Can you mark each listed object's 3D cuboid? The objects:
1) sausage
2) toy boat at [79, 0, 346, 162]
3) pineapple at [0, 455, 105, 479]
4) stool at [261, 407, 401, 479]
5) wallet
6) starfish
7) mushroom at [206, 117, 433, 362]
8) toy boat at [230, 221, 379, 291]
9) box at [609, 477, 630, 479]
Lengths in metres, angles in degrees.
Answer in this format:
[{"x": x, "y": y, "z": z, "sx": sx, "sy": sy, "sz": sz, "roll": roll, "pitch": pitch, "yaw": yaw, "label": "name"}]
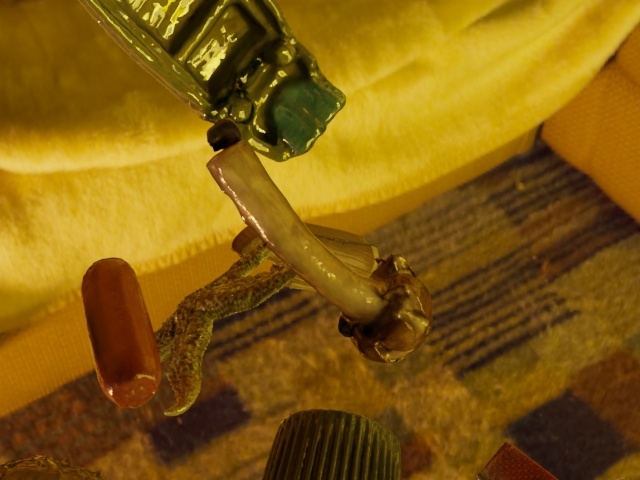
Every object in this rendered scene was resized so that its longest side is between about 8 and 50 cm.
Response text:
[{"x": -0.234, "y": 0.101, "z": 1.069, "sx": 0.076, "sy": 0.076, "sz": 0.197, "roll": -16, "pitch": 53, "yaw": -12, "label": "sausage"}, {"x": -0.102, "y": -0.174, "z": 0.697, "sx": 0.111, "sy": 0.276, "sz": 0.084, "roll": -50, "pitch": 29, "yaw": -3, "label": "toy boat"}, {"x": -0.210, "y": 0.213, "z": 0.604, "sx": 0.128, "sy": 0.248, "sz": 0.128, "roll": 11, "pitch": 67, "yaw": -27, "label": "pineapple"}, {"x": 0.008, "y": 0.516, "z": 1.714, "sx": 0.297, "sy": 0.297, "sz": 0.330, "roll": 5, "pitch": 51, "yaw": 8, "label": "stool"}, {"x": 0.426, "y": 0.507, "z": 1.890, "sx": 0.103, "sy": 0.020, "sz": 0.196, "roll": -48, "pitch": 51, "yaw": -10, "label": "wallet"}, {"x": -0.159, "y": 0.100, "z": 1.334, "sx": 0.078, "sy": 0.347, "sz": 0.358, "roll": 44, "pitch": 65, "yaw": -13, "label": "starfish"}, {"x": 0.000, "y": 0.000, "z": 0.556, "sx": 0.187, "sy": 0.061, "sz": 0.060, "roll": 45, "pitch": 46, "yaw": -12, "label": "mushroom"}, {"x": -0.027, "y": 0.031, "z": 1.676, "sx": 0.321, "sy": 0.121, "sz": 0.089, "roll": 9, "pitch": 23, "yaw": -43, "label": "toy boat"}, {"x": 0.407, "y": 0.440, "z": 1.164, "sx": 0.149, "sy": 0.067, "sz": 0.233, "roll": 24, "pitch": 66, "yaw": 1, "label": "box"}]
